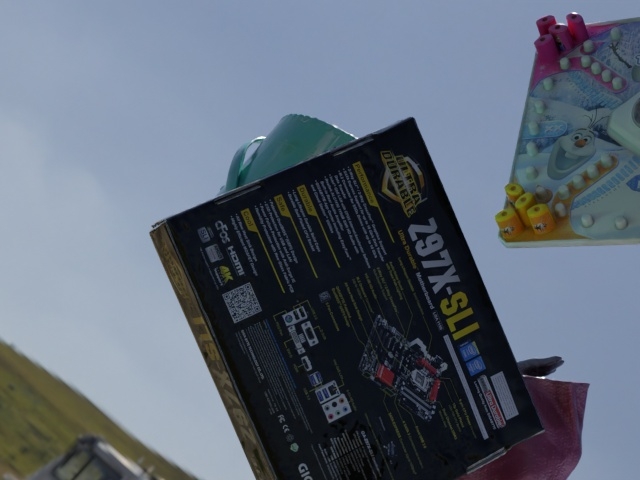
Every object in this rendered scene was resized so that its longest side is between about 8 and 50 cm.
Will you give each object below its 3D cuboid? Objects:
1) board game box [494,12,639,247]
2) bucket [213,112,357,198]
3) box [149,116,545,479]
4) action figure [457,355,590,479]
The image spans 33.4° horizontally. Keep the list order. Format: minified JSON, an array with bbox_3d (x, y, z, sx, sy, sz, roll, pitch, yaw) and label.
[{"bbox_3d":[0.438,-0.167,1.364,0.390,0.390,0.050,-3,-37,29],"label":"board game box"},{"bbox_3d":[0.000,0.000,1.206,0.281,0.183,0.281,34,-11,8],"label":"bucket"},{"bbox_3d":[0.027,0.083,0.968,0.322,0.257,0.079,66,-22,-3],"label":"box"},{"bbox_3d":[0.207,0.313,1.167,0.275,0.370,0.248,8,-24,-26],"label":"action figure"}]
